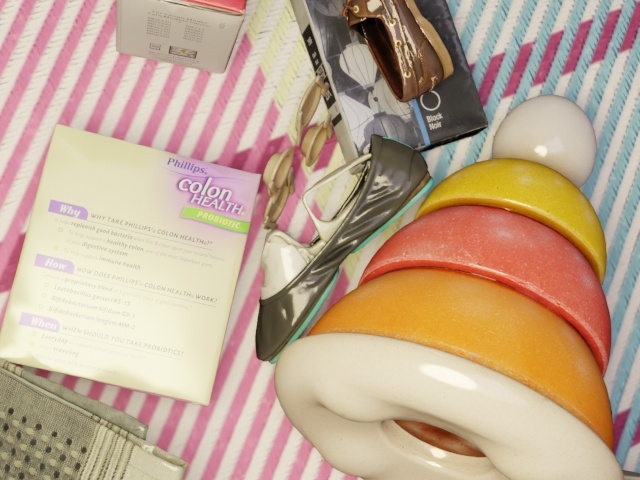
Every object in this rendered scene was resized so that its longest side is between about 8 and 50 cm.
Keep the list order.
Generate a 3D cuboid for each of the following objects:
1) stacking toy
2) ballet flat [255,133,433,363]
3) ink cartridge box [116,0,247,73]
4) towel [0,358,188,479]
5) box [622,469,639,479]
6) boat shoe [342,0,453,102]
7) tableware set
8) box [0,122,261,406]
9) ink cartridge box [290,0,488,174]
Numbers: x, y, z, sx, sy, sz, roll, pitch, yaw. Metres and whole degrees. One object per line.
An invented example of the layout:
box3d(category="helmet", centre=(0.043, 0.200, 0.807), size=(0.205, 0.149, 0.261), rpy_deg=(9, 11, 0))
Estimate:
box3d(category="stacking toy", centre=(0.190, 0.030, 1.100), size=(0.350, 0.350, 0.480), rpy_deg=(28, 64, -7))
box3d(category="ballet flat", centre=(0.000, 0.000, 1.127), size=(0.096, 0.095, 0.280), rpy_deg=(41, 88, -10))
box3d(category="ink cartridge box", centre=(-0.119, -0.362, 1.069), size=(0.130, 0.272, 0.310), rpy_deg=(10, 82, -10))
box3d(category="towel", centre=(-0.285, 0.281, 0.978), size=(0.312, 0.056, 0.324), rpy_deg=(23, 99, 20))
box3d(category="box", centre=(0.301, 0.404, 1.127), size=(0.121, 0.148, 0.311), rpy_deg=(8, 83, -10))
box3d(category="boat shoe", centre=(0.062, -0.248, 1.130), size=(0.073, 0.073, 0.207), rpy_deg=(-33, 91, -14))
box3d(category="tableware set", centre=(-0.025, -0.090, 1.127), size=(0.020, 0.141, 0.169), rpy_deg=(24, 74, 11))
box3d(category="box", centre=(-0.196, 0.030, 1.086), size=(0.213, 0.117, 0.243), rpy_deg=(13, 82, -9))
box3d(category="ink cartridge box", centre=(0.060, -0.257, 1.200), size=(0.165, 0.065, 0.333), rpy_deg=(-19, 86, -12))
